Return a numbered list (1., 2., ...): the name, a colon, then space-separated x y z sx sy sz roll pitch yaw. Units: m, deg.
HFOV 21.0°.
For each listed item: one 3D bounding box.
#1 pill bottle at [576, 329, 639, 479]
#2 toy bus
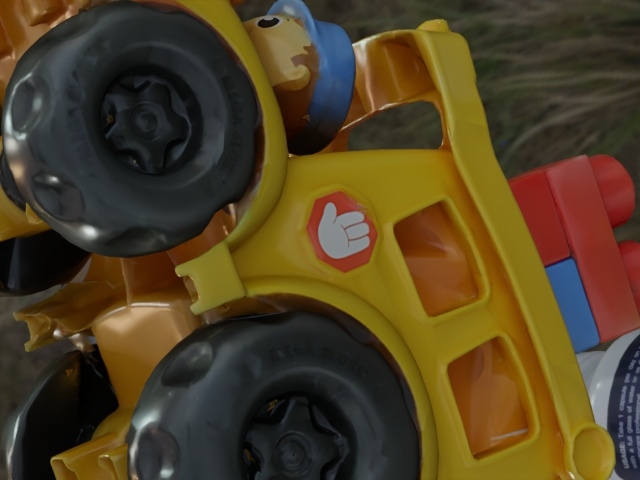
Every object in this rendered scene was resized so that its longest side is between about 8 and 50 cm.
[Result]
1. pill bottle: 0.176 0.081 0.753 0.169 0.094 0.094 -6 104 47
2. toy bus: 0.000 0.000 0.530 0.149 0.211 0.220 -15 97 63
